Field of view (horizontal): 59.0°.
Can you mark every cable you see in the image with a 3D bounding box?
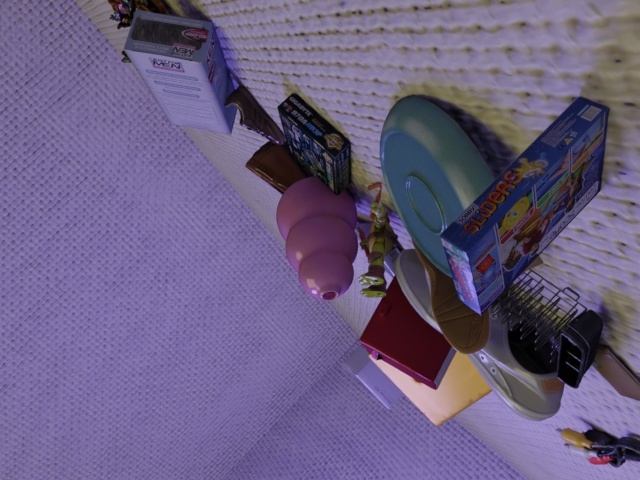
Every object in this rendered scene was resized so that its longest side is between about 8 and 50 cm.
[{"bbox_3d":[0.642,0.474,1.244,0.139,0.072,0.287,40,170,2],"label":"cable"}]

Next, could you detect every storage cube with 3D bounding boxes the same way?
[{"bbox_3d":[0.231,0.218,1.349,0.193,0.215,0.184,27,168,21],"label":"storage cube"}]

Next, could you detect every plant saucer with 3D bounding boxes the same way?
[{"bbox_3d":[0.173,-0.061,0.859,0.318,0.043,0.318,59,170,17],"label":"plant saucer"}]

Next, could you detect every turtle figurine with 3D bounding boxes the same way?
[{"bbox_3d":[0.128,0.014,1.272,0.087,0.218,0.269,8,153,-1],"label":"turtle figurine"}]

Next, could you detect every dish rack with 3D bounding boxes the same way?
[{"bbox_3d":[0.350,0.111,0.966,0.271,0.074,0.208,43,169,35],"label":"dish rack"}]

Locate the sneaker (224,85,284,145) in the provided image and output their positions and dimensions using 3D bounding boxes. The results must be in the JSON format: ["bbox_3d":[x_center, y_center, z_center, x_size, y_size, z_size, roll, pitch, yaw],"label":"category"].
[{"bbox_3d":[-0.177,-0.316,1.506,0.188,0.071,0.066,50,170,-18],"label":"sneaker"}]

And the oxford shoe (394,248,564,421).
[{"bbox_3d":[0.323,0.152,1.148,0.449,0.169,0.130,50,137,35],"label":"oxford shoe"}]

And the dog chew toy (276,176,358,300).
[{"bbox_3d":[0.000,0.000,1.381,0.207,0.206,0.332,56,-161,-46],"label":"dog chew toy"}]

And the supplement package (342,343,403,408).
[{"bbox_3d":[0.256,0.404,1.979,0.177,0.293,0.175,47,171,-10],"label":"supplement package"}]

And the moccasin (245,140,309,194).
[{"bbox_3d":[-0.060,-0.109,1.627,0.380,0.147,0.139,48,171,-25],"label":"moccasin"}]

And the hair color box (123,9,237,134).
[{"bbox_3d":[-0.336,-0.412,1.442,0.185,0.114,0.374,11,167,4],"label":"hair color box"}]

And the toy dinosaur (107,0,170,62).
[{"bbox_3d":[-0.459,-0.568,1.487,0.322,0.164,0.218,58,159,14],"label":"toy dinosaur"}]

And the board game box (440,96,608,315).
[{"bbox_3d":[0.213,-0.030,0.579,0.035,0.201,0.136,40,168,37],"label":"board game box"}]

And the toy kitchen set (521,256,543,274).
[{"bbox_3d":[0.284,0.010,0.871,0.075,0.083,0.068,49,-148,-14],"label":"toy kitchen set"}]

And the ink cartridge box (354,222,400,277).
[{"bbox_3d":[0.162,0.021,1.549,0.189,0.066,0.232,51,-177,-29],"label":"ink cartridge box"}]

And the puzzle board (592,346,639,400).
[{"bbox_3d":[0.506,0.226,0.971,0.128,0.011,0.096,47,172,-1],"label":"puzzle board"}]

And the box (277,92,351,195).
[{"bbox_3d":[-0.009,-0.210,1.273,0.175,0.051,0.220,44,171,14],"label":"box"}]

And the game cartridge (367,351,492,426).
[{"bbox_3d":[0.320,0.327,1.536,0.285,0.052,0.324,45,128,7],"label":"game cartridge"}]

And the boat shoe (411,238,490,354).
[{"bbox_3d":[0.251,0.086,1.051,0.096,0.098,0.277,46,-153,-53],"label":"boat shoe"}]
